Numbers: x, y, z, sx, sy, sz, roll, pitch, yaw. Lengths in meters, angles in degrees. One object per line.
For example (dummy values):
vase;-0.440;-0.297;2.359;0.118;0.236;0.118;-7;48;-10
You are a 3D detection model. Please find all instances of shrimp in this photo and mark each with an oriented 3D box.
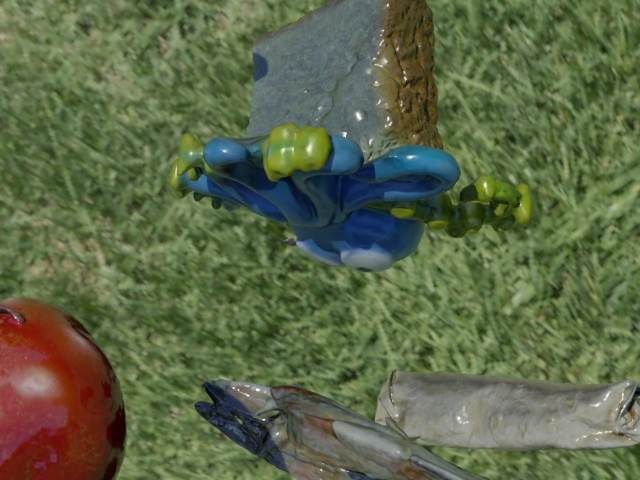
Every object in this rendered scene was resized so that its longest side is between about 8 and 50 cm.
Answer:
shrimp;0.052;0.170;0.948;0.360;0.247;0.085;21;75;25

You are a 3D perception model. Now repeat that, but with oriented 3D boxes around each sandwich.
sandwich;0.026;-0.160;1.698;0.262;0.131;0.325;-19;59;35

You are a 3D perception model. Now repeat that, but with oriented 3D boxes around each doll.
doll;0.005;-0.031;1.214;0.346;0.341;0.099;0;78;37

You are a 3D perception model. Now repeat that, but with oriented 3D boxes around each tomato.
tomato;-0.205;0.122;0.813;0.187;0.187;0.151;-43;98;6

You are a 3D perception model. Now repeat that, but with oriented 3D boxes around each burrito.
burrito;0.175;0.154;1.185;0.275;0.059;0.082;-4;50;36

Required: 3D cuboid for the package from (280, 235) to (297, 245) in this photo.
package;0.000;0.000;1.502;0.059;0.083;0.029;4;96;46
